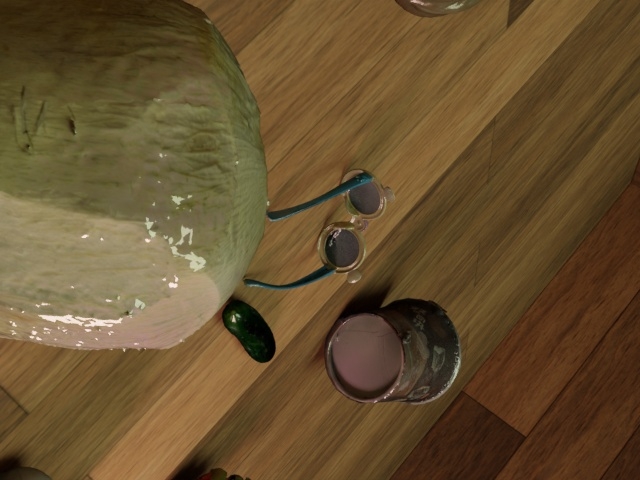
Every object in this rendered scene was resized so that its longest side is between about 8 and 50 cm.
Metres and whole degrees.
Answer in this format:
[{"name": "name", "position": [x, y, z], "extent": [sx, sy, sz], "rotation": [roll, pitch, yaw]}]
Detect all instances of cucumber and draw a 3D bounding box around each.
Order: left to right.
[{"name": "cucumber", "position": [-0.104, 0.138, 1.525], "extent": [0.056, 0.056, 0.284], "rotation": [-50, 163, -11]}]

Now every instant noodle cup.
[{"name": "instant noodle cup", "position": [0.132, 0.217, 1.937], "extent": [0.207, 0.217, 0.217], "rotation": [3, 120, -58]}]

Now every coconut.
[{"name": "coconut", "position": [-0.169, -0.054, 0.781], "extent": [0.255, 0.297, 0.297], "rotation": [10, 123, -17]}]

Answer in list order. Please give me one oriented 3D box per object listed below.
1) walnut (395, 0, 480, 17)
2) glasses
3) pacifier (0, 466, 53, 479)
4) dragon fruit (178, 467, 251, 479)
[{"name": "walnut", "position": [0.153, -0.346, 1.237], "extent": [0.162, 0.140, 0.140], "rotation": [-58, 161, -21]}, {"name": "glasses", "position": [-0.018, -0.018, 1.498], "extent": [0.221, 0.088, 0.189], "rotation": [-6, 132, -37]}, {"name": "pacifier", "position": [-0.356, 0.426, 1.225], "extent": [0.220, 0.273, 0.332], "rotation": [-36, 172, 31]}, {"name": "dragon fruit", "position": [-0.188, 0.462, 1.689], "extent": [0.160, 0.167, 0.172], "rotation": [47, 39, -30]}]
